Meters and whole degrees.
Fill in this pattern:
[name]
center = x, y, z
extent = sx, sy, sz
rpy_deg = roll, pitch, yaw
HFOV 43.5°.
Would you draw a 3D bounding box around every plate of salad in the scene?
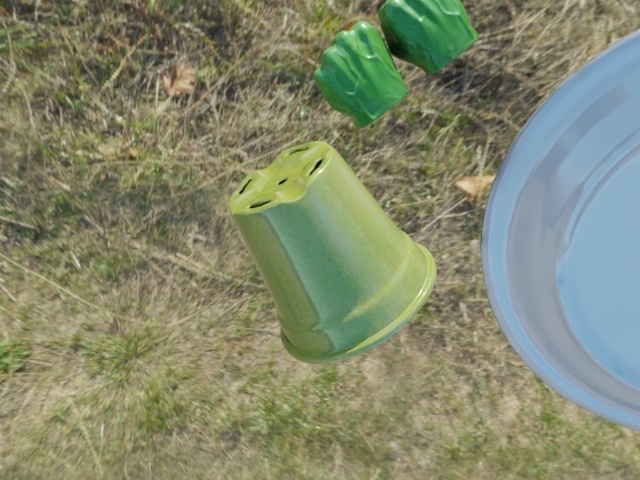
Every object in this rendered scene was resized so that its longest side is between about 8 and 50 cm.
[plate of salad]
center = 0.165, -0.001, 0.319
extent = 0.200, 0.048, 0.200
rpy_deg = 5, 121, 8

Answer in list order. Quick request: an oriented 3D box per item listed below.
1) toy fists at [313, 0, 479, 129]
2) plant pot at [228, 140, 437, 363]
[toy fists]
center = 0.115, -0.310, 1.295
extent = 0.279, 0.096, 0.142
rpy_deg = -38, 103, -6
[plant pot]
center = 0.000, 0.000, 1.222
extent = 0.276, 0.276, 0.254
rpy_deg = -39, 117, -15
